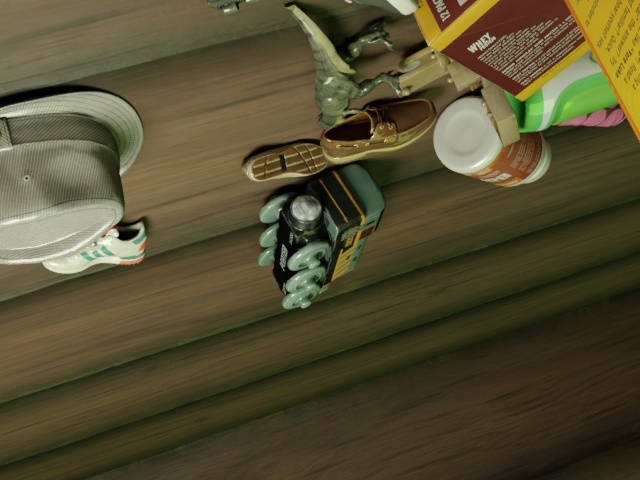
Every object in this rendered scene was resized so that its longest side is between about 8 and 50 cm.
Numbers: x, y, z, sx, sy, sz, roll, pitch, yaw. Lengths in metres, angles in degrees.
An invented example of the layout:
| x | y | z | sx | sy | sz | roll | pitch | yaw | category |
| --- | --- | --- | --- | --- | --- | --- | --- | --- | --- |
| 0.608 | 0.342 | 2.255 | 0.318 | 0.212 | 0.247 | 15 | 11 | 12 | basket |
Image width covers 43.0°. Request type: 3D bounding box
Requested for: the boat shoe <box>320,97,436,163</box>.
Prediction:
| x | y | z | sx | sy | sz | roll | pitch | yaw | category |
| --- | --- | --- | --- | --- | --- | --- | --- | --- | --- |
| 0.084 | -0.164 | 1.179 | 0.178 | 0.064 | 0.060 | -19 | 158 | 3 | boat shoe |

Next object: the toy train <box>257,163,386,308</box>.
| x | y | z | sx | sy | sz | roll | pitch | yaw | category |
| --- | --- | --- | --- | --- | --- | --- | --- | --- | --- |
| 0.000 | 0.000 | 1.399 | 0.190 | 0.142 | 0.334 | -25 | 160 | -16 | toy train |

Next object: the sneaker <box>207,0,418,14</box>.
| x | y | z | sx | sy | sz | roll | pitch | yaw | category |
| --- | --- | --- | --- | --- | --- | --- | --- | --- | --- |
| -0.030 | -0.273 | 0.791 | 0.147 | 0.104 | 0.296 | -33 | 149 | 29 | sneaker |

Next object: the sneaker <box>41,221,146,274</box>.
| x | y | z | sx | sy | sz | roll | pitch | yaw | category |
| --- | --- | --- | --- | --- | --- | --- | --- | --- | --- |
| -0.336 | 0.001 | 1.210 | 0.161 | 0.057 | 0.075 | -6 | 136 | -30 | sneaker |

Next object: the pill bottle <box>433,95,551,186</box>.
| x | y | z | sx | sy | sz | roll | pitch | yaw | category |
| --- | --- | --- | --- | --- | --- | --- | --- | --- | --- |
| 0.286 | -0.152 | 1.311 | 0.121 | 0.121 | 0.216 | -36 | 153 | 31 | pill bottle |

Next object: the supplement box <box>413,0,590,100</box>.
| x | y | z | sx | sy | sz | roll | pitch | yaw | category |
| --- | --- | --- | --- | --- | --- | --- | --- | --- | --- |
| 0.224 | -0.288 | 0.900 | 0.194 | 0.129 | 0.191 | 15 | 137 | -43 | supplement box |

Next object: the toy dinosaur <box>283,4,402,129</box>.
| x | y | z | sx | sy | sz | roll | pitch | yaw | category |
| --- | --- | --- | --- | --- | --- | --- | --- | --- | --- |
| 0.037 | -0.216 | 1.031 | 0.118 | 0.064 | 0.268 | -15 | 155 | 2 | toy dinosaur |

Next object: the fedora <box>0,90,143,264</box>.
| x | y | z | sx | sy | sz | roll | pitch | yaw | category |
| --- | --- | --- | --- | --- | --- | --- | --- | --- | --- |
| -0.334 | -0.055 | 0.975 | 0.276 | 0.124 | 0.243 | -16 | 158 | -13 | fedora |

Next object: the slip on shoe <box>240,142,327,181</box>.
| x | y | z | sx | sy | sz | roll | pitch | yaw | category |
| --- | --- | --- | --- | --- | --- | --- | --- | --- | --- |
| -0.054 | -0.115 | 1.203 | 0.135 | 0.051 | 0.041 | -18 | -161 | -29 | slip on shoe |

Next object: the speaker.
| x | y | z | sx | sy | sz | roll | pitch | yaw | category |
| --- | --- | --- | --- | --- | --- | --- | --- | --- | --- |
| 0.394 | -0.246 | 1.135 | 0.297 | 0.131 | 0.131 | -19 | 158 | -9 | speaker |

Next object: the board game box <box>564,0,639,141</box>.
| x | y | z | sx | sy | sz | roll | pitch | yaw | category |
| --- | --- | --- | --- | --- | --- | --- | --- | --- | --- |
| 0.368 | -0.323 | 0.546 | 0.357 | 0.356 | 0.356 | -16 | 158 | -5 | board game box |

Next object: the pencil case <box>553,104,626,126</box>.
| x | y | z | sx | sy | sz | roll | pitch | yaw | category |
| --- | --- | --- | --- | --- | --- | --- | --- | --- | --- |
| 0.402 | -0.227 | 1.292 | 0.209 | 0.098 | 0.095 | -2 | 106 | -39 | pencil case |

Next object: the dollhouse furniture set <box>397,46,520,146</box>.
| x | y | z | sx | sy | sz | roll | pitch | yaw | category |
| --- | --- | --- | --- | --- | --- | --- | --- | --- | --- |
| 0.175 | -0.183 | 1.079 | 0.123 | 0.151 | 0.144 | -25 | 165 | 12 | dollhouse furniture set |
